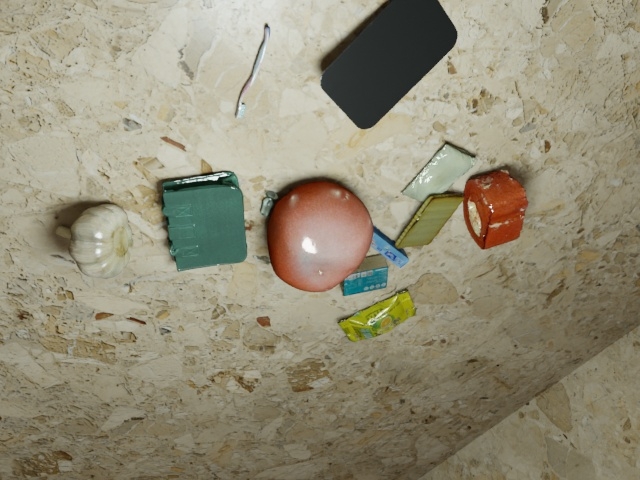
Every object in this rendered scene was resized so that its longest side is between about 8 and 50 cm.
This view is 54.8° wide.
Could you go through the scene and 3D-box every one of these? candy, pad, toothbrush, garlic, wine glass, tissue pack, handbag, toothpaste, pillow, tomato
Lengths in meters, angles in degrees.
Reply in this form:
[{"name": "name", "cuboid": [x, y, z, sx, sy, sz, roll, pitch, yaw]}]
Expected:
[{"name": "candy", "cuboid": [0.226, 0.302, 2.403, 0.297, 0.081, 0.187, -24, 137, 4]}, {"name": "pad", "cuboid": [0.196, -0.482, 1.684, 0.375, 0.063, 0.315, -43, 131, 8]}, {"name": "toothbrush", "cuboid": [-0.175, -0.431, 1.602, 0.027, 0.021, 0.269, -2, 135, -34]}, {"name": "garlic", "cuboid": [-0.655, 0.000, 1.757, 0.212, 0.218, 0.218, 6, 137, 15]}, {"name": "wine glass", "cuboid": [-0.159, -0.110, 1.900, 0.042, 0.039, 0.083, 23, 129, 0]}, {"name": "tissue pack", "cuboid": [0.153, 0.122, 2.204, 0.169, 0.082, 0.120, -11, 136, -10]}, {"name": "handbag", "cuboid": [-0.348, -0.053, 1.859, 0.239, 0.089, 0.326, -8, 135, -12]}, {"name": "toothpaste", "cuboid": [0.205, 0.007, 2.123, 0.053, 0.066, 0.272, -39, 133, 18]}, {"name": "pillow", "cuboid": [0.385, -0.206, 1.997, 0.148, 0.050, 0.229, 22, 122, -29]}, {"name": "tomato", "cuboid": [0.000, 0.000, 1.884, 0.342, 0.272, 0.341, -2, 122, -3]}]

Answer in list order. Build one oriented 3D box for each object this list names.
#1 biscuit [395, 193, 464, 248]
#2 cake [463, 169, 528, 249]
[{"name": "biscuit", "cuboid": [0.369, -0.068, 2.101, 0.172, 0.029, 0.254, -5, 142, -36]}, {"name": "cake", "cuboid": [0.579, -0.109, 2.070, 0.151, 0.177, 0.283, -16, 141, -4]}]
